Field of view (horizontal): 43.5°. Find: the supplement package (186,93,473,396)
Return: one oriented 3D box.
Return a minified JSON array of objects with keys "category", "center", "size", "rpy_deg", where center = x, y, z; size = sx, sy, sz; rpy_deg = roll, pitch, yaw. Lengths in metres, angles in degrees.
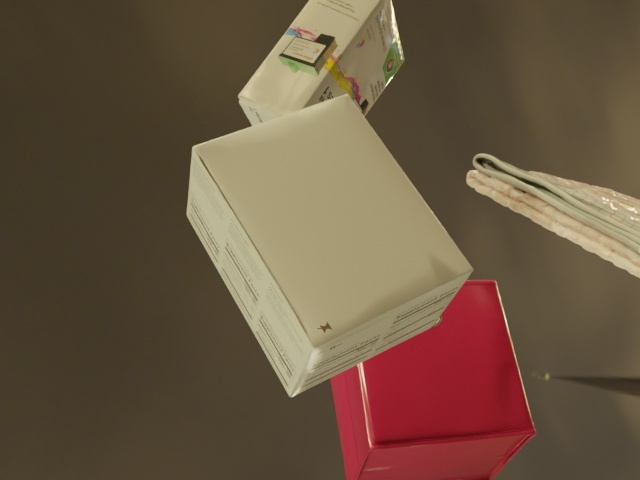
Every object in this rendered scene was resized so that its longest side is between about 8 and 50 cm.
[{"category":"supplement package","center":[0.000,0.000,0.900],"size":[0.204,0.145,0.261],"rpy_deg":[-23,-112,-23]}]

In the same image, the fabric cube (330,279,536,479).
[{"category":"fabric cube","center":[0.160,0.239,1.291],"size":[0.254,0.259,0.258],"rpy_deg":[-2,-122,-9]}]

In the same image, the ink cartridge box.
[{"category":"ink cartridge box","center":[0.010,-0.272,1.338],"size":[0.278,0.117,0.201],"rpy_deg":[-55,-23,-12]}]

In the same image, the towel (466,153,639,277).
[{"category":"towel","center":[0.393,-0.017,1.004],"size":[0.317,0.332,0.053],"rpy_deg":[9,-72,-32]}]
